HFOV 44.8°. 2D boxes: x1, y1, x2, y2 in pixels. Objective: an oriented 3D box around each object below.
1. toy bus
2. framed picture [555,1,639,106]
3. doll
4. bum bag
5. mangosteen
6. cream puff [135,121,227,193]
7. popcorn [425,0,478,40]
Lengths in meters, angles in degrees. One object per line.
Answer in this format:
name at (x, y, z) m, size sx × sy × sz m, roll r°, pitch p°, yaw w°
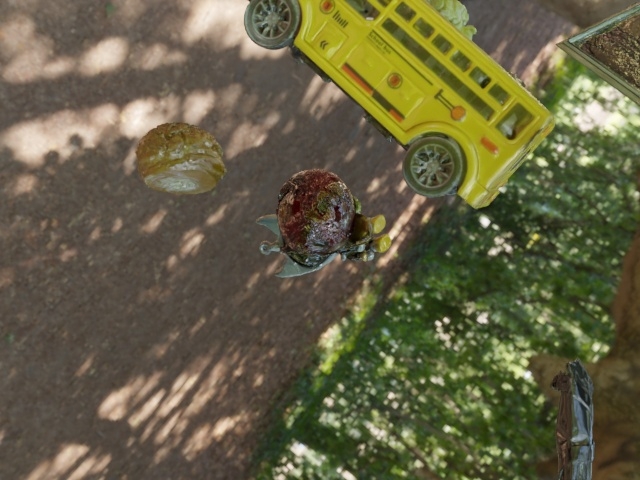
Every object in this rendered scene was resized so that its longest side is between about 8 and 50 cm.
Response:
toy bus at (0.077, -0.180, 0.798) m, size 0.152 × 0.330 × 0.144 m, roll -48°, pitch 170°, yaw 15°
framed picture at (0.484, -0.242, 1.083) m, size 0.197 × 0.252 × 0.014 m, roll -29°, pitch 150°, yaw -27°
doll at (-0.001, -0.004, 1.741) m, size 0.145 × 0.316 × 0.103 m, roll 54°, pitch 41°, yaw -42°
bum bag at (0.291, 0.229, 0.898) m, size 0.087 × 0.049 × 0.198 m, roll 48°, pitch 44°, yaw -51°
mangosteen at (0.006, -0.046, 1.450) m, size 0.180 × 0.166 × 0.166 m, roll 18°, pitch 111°, yaw -36°
cream puff at (-0.247, -0.148, 1.366) m, size 0.165 × 0.150 × 0.115 m, roll 45°, pitch 37°, yaw -67°
popcorn at (0.235, -0.448, 1.610) m, size 0.141 × 0.162 × 0.135 m, roll -38°, pitch 176°, yaw 13°
